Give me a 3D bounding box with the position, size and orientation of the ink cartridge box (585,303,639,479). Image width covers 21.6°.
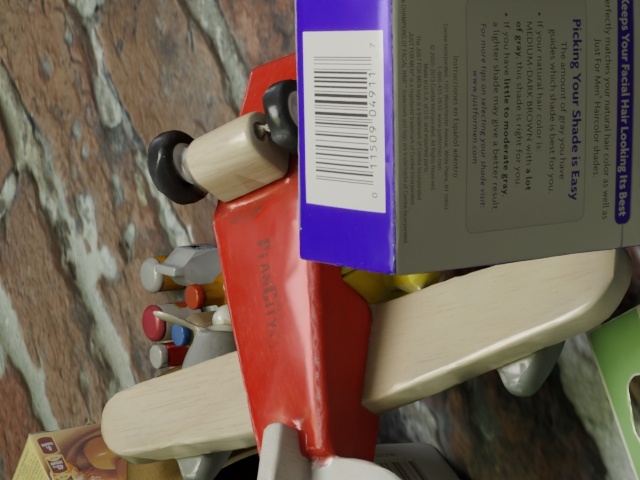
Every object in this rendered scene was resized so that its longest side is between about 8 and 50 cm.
[{"bbox_3d":[0.297,0.097,1.145,0.235,0.056,0.171,-39,64,53],"label":"ink cartridge box"}]

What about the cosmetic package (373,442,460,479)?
[{"bbox_3d":[0.040,0.296,1.470,0.085,0.117,0.231,51,133,53],"label":"cosmetic package"}]

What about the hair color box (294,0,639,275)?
[{"bbox_3d":[0.147,-0.088,1.081,0.110,0.339,0.185,10,103,55],"label":"hair color box"}]

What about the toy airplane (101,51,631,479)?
[{"bbox_3d":[0.022,0.086,1.316,0.386,0.272,0.384,34,103,36],"label":"toy airplane"}]

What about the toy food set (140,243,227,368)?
[{"bbox_3d":[-0.137,0.067,1.699,0.232,0.104,0.111,12,105,53],"label":"toy food set"}]

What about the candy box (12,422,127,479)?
[{"bbox_3d":[-0.168,0.326,1.713,0.316,0.183,0.087,55,136,34],"label":"candy box"}]

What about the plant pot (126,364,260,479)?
[{"bbox_3d":[-0.089,0.228,1.580,0.254,0.237,0.237,-132,48,-57],"label":"plant pot"}]
